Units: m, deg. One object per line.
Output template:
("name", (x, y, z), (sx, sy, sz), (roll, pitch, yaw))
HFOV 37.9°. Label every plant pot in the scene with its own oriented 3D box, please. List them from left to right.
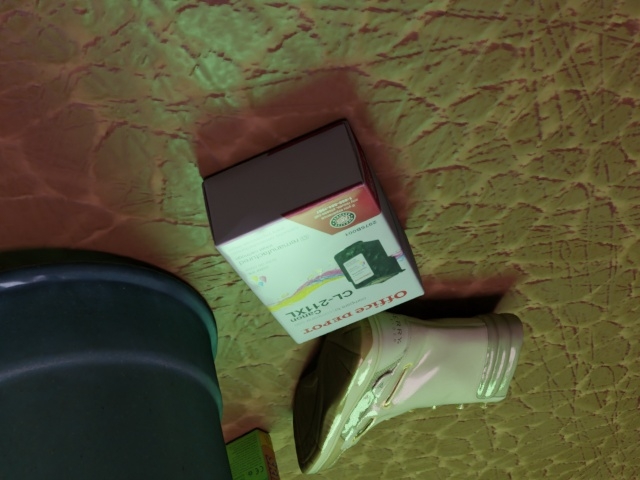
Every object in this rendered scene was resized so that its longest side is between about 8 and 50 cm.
("plant pot", (-0.206, 0.253, 0.775), (0.341, 0.334, 0.341), (-16, 144, -12))

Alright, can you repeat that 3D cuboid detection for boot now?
("boot", (0.087, 0.165, 1.004), (0.204, 0.095, 0.262), (0, 136, -22))

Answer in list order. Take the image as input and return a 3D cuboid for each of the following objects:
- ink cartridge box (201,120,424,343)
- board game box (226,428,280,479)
("ink cartridge box", (0.000, 0.000, 0.774), (0.128, 0.072, 0.175), (-23, 142, 9))
("board game box", (-0.085, 0.356, 1.046), (0.124, 0.259, 0.039), (-30, 141, 19))
